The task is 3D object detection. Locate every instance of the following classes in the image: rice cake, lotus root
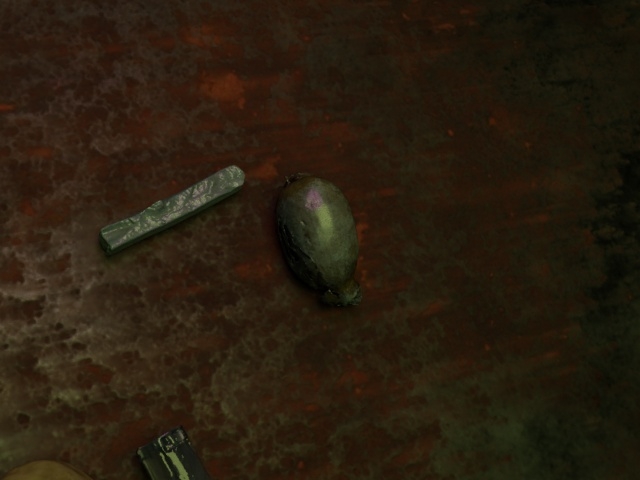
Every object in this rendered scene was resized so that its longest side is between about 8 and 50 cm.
[{"bbox_3d":[-0.158,-0.035,1.110,0.180,0.042,0.030,-30,81,-29],"label":"rice cake"},{"bbox_3d":[-0.001,0.000,1.143,0.088,0.088,0.165,-18,88,-26],"label":"lotus root"}]

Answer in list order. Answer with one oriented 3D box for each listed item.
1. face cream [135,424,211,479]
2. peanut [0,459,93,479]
[{"bbox_3d":[-0.090,0.320,0.990,0.144,0.071,0.291,-28,84,-29],"label":"face cream"},{"bbox_3d":[-0.234,0.348,0.895,0.147,0.147,0.306,-10,80,-25],"label":"peanut"}]
